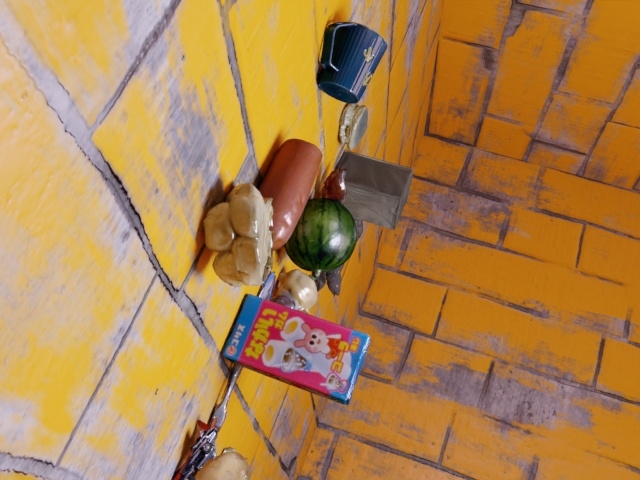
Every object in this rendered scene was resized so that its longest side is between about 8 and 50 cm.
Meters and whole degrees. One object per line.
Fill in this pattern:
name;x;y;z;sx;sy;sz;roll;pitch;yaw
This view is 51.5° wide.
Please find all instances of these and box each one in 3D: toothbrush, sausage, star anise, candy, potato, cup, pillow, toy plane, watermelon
toothbrush;-0.185;0.264;1.600;0.042;0.035;0.414;142;-30;-73
sausage;-0.081;-0.090;1.384;0.114;0.113;0.259;87;22;-60
star anise;0.014;-0.084;1.891;0.288;0.088;0.288;20;90;-90
candy;-0.054;0.248;1.514;0.100;0.305;0.157;84;26;-69
potato;-0.258;0.607;1.563;0.235;0.128;0.161;-64;150;-20
cup;0.060;-0.427;1.573;0.176;0.131;0.155;28;82;-48
pillow;0.064;-0.001;2.230;0.228;0.101;0.326;88;20;-55
toy plane;-0.269;0.475;1.434;0.130;0.061;0.189;91;20;-57
watermelon;0.000;0.000;1.680;0.188;0.187;0.215;64;24;-74

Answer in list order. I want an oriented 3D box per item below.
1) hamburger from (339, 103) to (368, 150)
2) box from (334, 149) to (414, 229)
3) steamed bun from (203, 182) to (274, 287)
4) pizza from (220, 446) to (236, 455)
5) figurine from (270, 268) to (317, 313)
hamburger;0.097;-0.344;1.979;0.140;0.062;0.133;96;20;-51
box;0.156;-0.159;2.097;0.155;0.231;0.149;95;17;-50
steamed bun;-0.147;-0.016;1.205;0.177;0.106;0.193;-80;169;-66
pizza;-0.251;0.607;1.775;0.160;0.035;0.099;68;40;-72
figurine;-0.085;0.162;1.751;0.196;0.114;0.108;-51;157;-44
